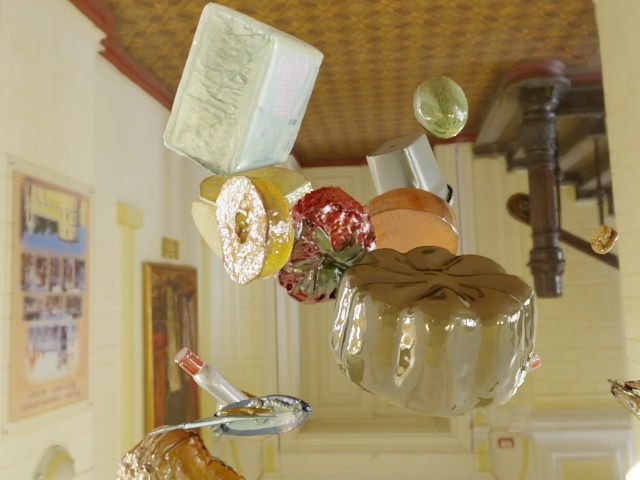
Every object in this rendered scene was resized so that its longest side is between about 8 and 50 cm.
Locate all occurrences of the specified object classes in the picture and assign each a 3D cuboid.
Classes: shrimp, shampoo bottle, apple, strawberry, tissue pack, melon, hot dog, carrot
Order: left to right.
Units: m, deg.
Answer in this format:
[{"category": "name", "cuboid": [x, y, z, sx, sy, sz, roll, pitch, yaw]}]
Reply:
[{"category": "hot dog", "cuboid": [-0.271, 0.575, 1.274, 0.366, 0.367, 0.196, 32, -142, 22]}, {"category": "shampoo bottle", "cuboid": [-0.244, 0.330, 1.395, 0.221, 0.051, 0.108, 47, 165, -23]}, {"category": "apple", "cuboid": [-0.192, -0.068, 1.626, 0.252, 0.313, 0.309, 21, 177, -43]}, {"category": "tissue pack", "cuboid": [-0.168, -0.348, 1.444, 0.205, 0.331, 0.405, 24, -165, 7]}, {"category": "strawberry", "cuboid": [0.003, 0.003, 1.395, 0.261, 0.260, 0.257, 0, -153, -19]}, {"category": "carrot", "cuboid": [0.224, -0.011, 1.665, 0.308, 0.258, 0.100, -12, -152, 17]}, {"category": "melon", "cuboid": [0.311, -0.353, 1.577, 0.139, 0.192, 0.139, -10, 145, -7]}, {"category": "shrimp", "cuboid": [0.754, 0.368, 1.429, 0.042, 0.101, 0.190, 24, -179, -19]}]

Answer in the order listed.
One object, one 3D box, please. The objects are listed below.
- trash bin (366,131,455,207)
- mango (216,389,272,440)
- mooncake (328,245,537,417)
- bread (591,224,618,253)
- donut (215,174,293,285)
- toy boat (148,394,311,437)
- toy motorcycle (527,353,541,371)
[{"category": "trash bin", "cuboid": [0.274, -0.188, 1.903, 0.220, 0.250, 0.219, -9, -158, 38]}, {"category": "mango", "cuboid": [-0.223, 0.543, 1.872, 0.262, 0.130, 0.167, -1, 132, 44]}, {"category": "mooncake", "cuboid": [0.206, 0.141, 1.122, 0.379, 0.200, 0.378, 6, -160, -2]}, {"category": "bread", "cuboid": [0.750, -0.002, 1.596, 0.046, 0.081, 0.083, 31, 171, 3]}, {"category": "donut", "cuboid": [-0.113, -0.020, 1.055, 0.075, 0.190, 0.174, -5, 154, -36]}, {"category": "toy boat", "cuboid": [-0.153, 0.304, 0.995, 0.221, 0.066, 0.291, -16, 167, 31]}, {"category": "toy motorcycle", "cuboid": [0.442, 0.336, 1.545, 0.260, 0.110, 0.171, -18, -161, -4]}]
